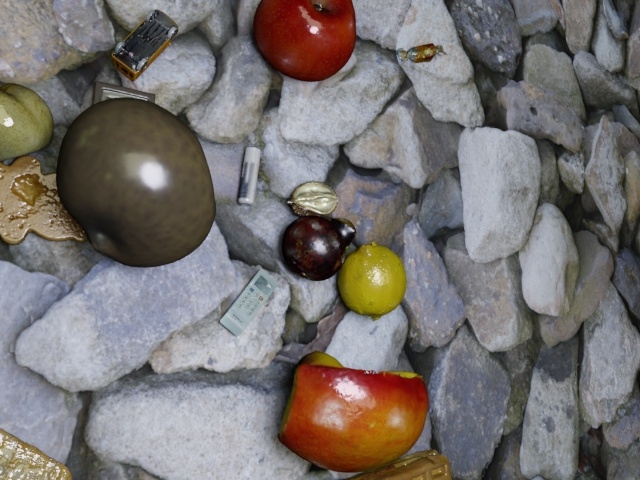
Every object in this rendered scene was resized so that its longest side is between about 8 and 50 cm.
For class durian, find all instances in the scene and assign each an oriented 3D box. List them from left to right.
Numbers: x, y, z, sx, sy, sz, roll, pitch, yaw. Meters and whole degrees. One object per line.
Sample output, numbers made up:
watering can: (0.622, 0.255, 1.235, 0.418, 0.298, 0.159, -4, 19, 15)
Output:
durian: (-0.027, -0.090, 1.294, 0.140, 0.071, 0.110, -11, 52, -24)

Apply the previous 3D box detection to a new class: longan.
longan: (-0.350, -0.106, 1.019, 0.288, 0.288, 0.350, -34, 124, -27)

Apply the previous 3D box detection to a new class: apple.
apple: (-0.036, -0.533, 1.279, 0.261, 0.216, 0.260, 5, 78, -24)

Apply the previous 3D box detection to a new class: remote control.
remote control: (-0.169, 0.145, 1.216, 0.061, 0.029, 0.162, 46, 61, -16)

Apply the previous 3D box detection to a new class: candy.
candy: (0.315, -0.568, 1.555, 0.182, 0.046, 0.053, -17, 89, -26)

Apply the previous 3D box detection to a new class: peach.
peach: (0.065, 0.392, 1.154, 0.381, 0.306, 0.242, 24, 66, -27)

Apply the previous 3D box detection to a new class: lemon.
lemon: (0.130, 0.097, 1.292, 0.174, 0.173, 0.206, -22, 119, -28)

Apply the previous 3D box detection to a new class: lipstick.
lipstick: (-0.173, -0.156, 1.251, 0.040, 0.040, 0.141, 12, 78, -25)

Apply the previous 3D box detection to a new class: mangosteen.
mangosteen: (-0.004, 0.007, 1.239, 0.184, 0.172, 0.172, -40, 102, -4)

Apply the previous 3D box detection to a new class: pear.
pear: (-0.598, -0.226, 0.978, 0.167, 0.167, 0.136, -22, 114, -28)

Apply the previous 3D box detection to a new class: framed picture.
framed picture: (-0.440, -0.257, 1.139, 0.128, 0.023, 0.168, 7, 80, -26)

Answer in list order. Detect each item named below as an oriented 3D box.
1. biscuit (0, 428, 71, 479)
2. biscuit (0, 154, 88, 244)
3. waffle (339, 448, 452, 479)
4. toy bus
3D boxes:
biscuit: (-0.587, 0.435, 0.960, 0.247, 0.029, 0.118, 39, 67, -17)
biscuit: (-0.575, -0.077, 1.037, 0.249, 0.035, 0.184, 10, 79, -26)
waffle: (0.188, 0.674, 1.284, 0.328, 0.098, 0.224, -5, 83, -28)
toy bus: (-0.393, -0.441, 1.162, 0.070, 0.074, 0.162, 37, 70, -10)
